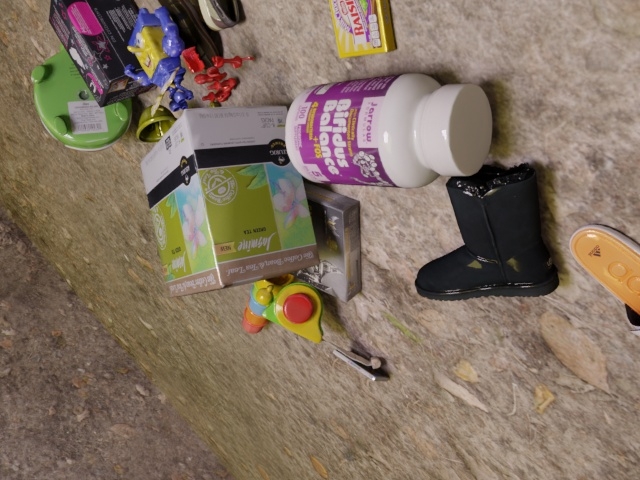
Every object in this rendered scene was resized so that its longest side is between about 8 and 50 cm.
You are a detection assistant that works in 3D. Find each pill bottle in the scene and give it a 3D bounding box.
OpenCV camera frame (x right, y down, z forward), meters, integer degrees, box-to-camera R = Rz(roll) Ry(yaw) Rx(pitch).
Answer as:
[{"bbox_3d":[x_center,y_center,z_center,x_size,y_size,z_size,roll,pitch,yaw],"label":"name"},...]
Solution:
[{"bbox_3d":[0.099,-0.167,0.806,0.301,0.169,0.170,9,122,44],"label":"pill bottle"}]

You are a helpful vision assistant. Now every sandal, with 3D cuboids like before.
[{"bbox_3d":[-0.269,-0.459,1.077,0.089,0.060,0.219,6,139,43],"label":"sandal"},{"bbox_3d":[0.440,0.087,0.691,0.265,0.076,0.102,40,140,20],"label":"sandal"}]

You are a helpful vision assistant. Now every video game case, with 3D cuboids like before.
[{"bbox_3d":[0.095,0.295,1.222,0.122,0.087,0.011,28,90,31],"label":"video game case"}]

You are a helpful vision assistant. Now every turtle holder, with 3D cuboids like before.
[{"bbox_3d":[-0.663,-0.394,1.420,0.320,0.243,0.227,52,160,-8],"label":"turtle holder"}]

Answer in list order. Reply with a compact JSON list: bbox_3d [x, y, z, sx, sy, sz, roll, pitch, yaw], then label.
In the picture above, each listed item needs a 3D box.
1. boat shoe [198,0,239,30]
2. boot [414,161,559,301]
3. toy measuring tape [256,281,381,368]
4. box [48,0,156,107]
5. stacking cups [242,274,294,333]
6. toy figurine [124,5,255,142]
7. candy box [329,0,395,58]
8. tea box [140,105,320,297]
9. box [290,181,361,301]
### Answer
[{"bbox_3d":[-0.203,-0.511,0.968,0.073,0.080,0.224,11,129,36],"label":"boat shoe"},{"bbox_3d":[0.237,-0.012,0.824,0.246,0.094,0.207,-6,115,42],"label":"boot"},{"bbox_3d":[0.007,0.179,1.205,0.329,0.121,0.121,25,138,1],"label":"toy measuring tape"},{"bbox_3d":[-0.512,-0.478,1.252,0.142,0.163,0.247,-23,98,56],"label":"box"},{"bbox_3d":[-0.145,0.161,1.378,0.096,0.096,0.316,44,143,16],"label":"stacking cups"},{"bbox_3d":[-0.320,-0.379,1.102,0.362,0.191,0.217,-25,92,58],"label":"toy figurine"},{"bbox_3d":[0.053,-0.395,0.807,0.105,0.027,0.206,13,125,46],"label":"candy box"},{"bbox_3d":[-0.200,-0.066,1.078,0.329,0.219,0.324,-17,86,57],"label":"tea box"},{"bbox_3d":[0.000,0.000,1.125,0.183,0.056,0.231,24,132,36],"label":"box"}]
